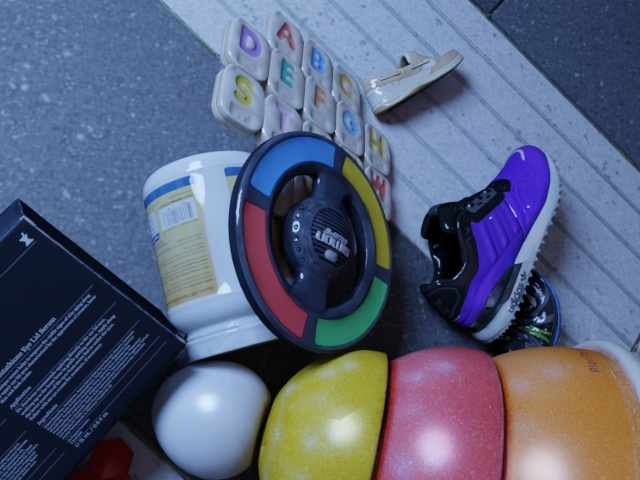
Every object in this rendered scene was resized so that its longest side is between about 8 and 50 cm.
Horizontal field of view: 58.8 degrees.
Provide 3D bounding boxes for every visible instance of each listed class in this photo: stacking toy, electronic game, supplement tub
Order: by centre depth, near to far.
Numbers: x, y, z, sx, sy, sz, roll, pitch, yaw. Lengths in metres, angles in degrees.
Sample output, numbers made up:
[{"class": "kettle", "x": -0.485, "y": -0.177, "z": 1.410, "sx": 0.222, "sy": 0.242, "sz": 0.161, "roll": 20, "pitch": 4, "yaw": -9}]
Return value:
[{"class": "electronic game", "x": 0.000, "y": 0.000, "z": 0.581, "sx": 0.229, "sy": 0.048, "sz": 0.229, "roll": 15, "pitch": 70, "yaw": -45}, {"class": "stacking toy", "x": 0.062, "y": 0.222, "z": 0.585, "sx": 0.479, "sy": 0.351, "sz": 0.351, "roll": 15, "pitch": 71, "yaw": 6}, {"class": "supplement tub", "x": -0.104, "y": 0.019, "z": 0.617, "sx": 0.144, "sy": 0.144, "sz": 0.200, "roll": -11, "pitch": 80, "yaw": -21}]

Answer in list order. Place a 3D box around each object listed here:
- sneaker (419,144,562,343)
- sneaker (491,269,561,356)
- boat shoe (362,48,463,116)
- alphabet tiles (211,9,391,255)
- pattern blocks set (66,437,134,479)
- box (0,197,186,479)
[{"class": "sneaker", "x": 0.216, "y": -0.026, "z": 0.760, "sx": 0.146, "sy": 0.102, "sz": 0.293, "roll": 28, "pitch": 69, "yaw": -9}, {"class": "sneaker", "x": 0.272, "y": 0.125, "z": 0.757, "sx": 0.078, "sy": 0.067, "sz": 0.188, "roll": 10, "pitch": 76, "yaw": -22}, {"class": "boat shoe", "x": 0.132, "y": -0.240, "z": 0.809, "sx": 0.170, "sy": 0.063, "sz": 0.059, "roll": -34, "pitch": 94, "yaw": -22}, {"class": "alphabet tiles", "x": -0.006, "y": -0.131, "z": 0.675, "sx": 0.284, "sy": 0.021, "sz": 0.278, "roll": 30, "pitch": 51, "yaw": -39}, {"class": "pattern blocks set", "x": -0.201, "y": 0.374, "z": 0.492, "sx": 0.285, "sy": 0.026, "sz": 0.325, "roll": 35, "pitch": 52, "yaw": 7}, {"class": "box", "x": -0.282, "y": 0.123, "z": 0.494, "sx": 0.261, "sy": 0.103, "sz": 0.184, "roll": -49, "pitch": 123, "yaw": -11}]
